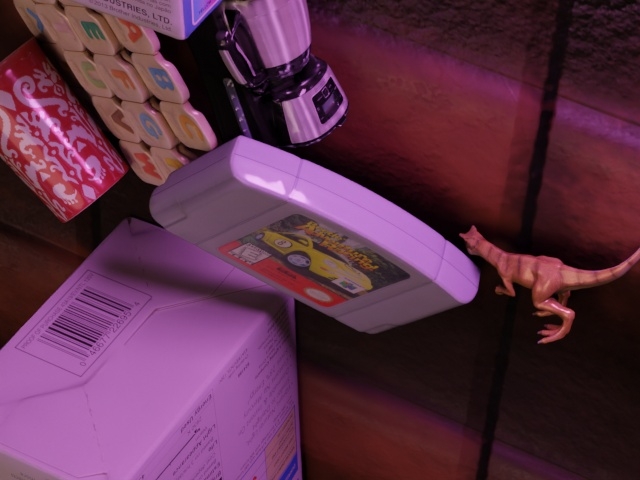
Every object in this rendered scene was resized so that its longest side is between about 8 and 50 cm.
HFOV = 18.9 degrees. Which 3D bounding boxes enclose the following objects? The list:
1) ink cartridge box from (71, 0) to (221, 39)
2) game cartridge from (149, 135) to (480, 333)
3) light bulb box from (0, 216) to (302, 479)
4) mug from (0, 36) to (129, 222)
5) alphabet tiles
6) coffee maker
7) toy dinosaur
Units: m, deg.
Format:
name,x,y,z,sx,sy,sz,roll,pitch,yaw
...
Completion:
name,x,y,z,sx,sy,sz,roll,pitch,yaw
ink cartridge box,-0.193,-0.384,1.541,0.270,0.151,0.395,21,142,18
game cartridge,0.000,0.000,1.873,0.294,0.060,0.196,28,149,-23
light bulb box,-0.202,0.238,2.111,0.225,0.358,0.361,21,138,22
mug,-0.281,-0.118,2.010,0.113,0.150,0.169,-36,99,26
alphabet tiles,-0.211,-0.167,1.909,0.278,0.021,0.284,15,140,56
coffee maker,-0.069,-0.185,1.800,0.171,0.120,0.178,30,146,48
toy dinosaur,0.221,0.037,1.821,0.212,0.064,0.112,9,132,31
